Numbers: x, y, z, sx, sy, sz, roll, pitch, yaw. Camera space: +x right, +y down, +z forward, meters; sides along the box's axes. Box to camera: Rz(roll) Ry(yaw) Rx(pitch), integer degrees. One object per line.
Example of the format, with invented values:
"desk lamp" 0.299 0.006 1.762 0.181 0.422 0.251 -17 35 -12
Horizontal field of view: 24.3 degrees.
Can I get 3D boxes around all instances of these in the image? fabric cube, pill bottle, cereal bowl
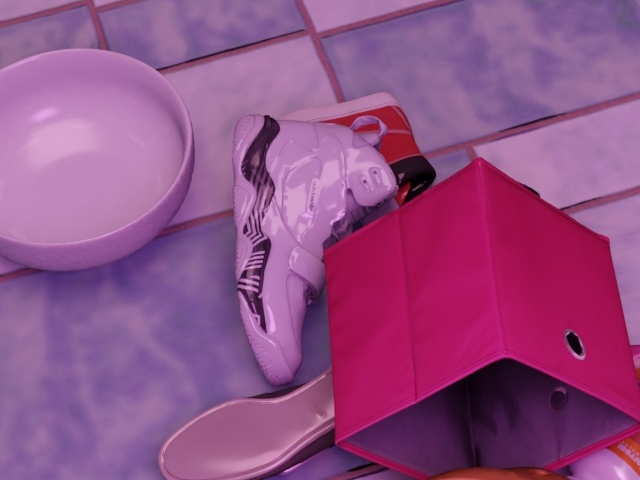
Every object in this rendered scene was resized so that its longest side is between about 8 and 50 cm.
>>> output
"fabric cube" 0.182 0.110 1.694 0.259 0.254 0.258 -32 45 35
"pill bottle" 0.371 0.259 1.754 0.216 0.121 0.121 -41 63 -21
"cereal bowl" -0.334 -0.093 2.022 0.339 0.141 0.339 -1 57 2

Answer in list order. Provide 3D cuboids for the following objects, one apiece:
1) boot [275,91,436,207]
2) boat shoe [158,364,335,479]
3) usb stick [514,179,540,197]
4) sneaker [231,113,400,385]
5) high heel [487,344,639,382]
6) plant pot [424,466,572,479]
"boot" 0.026 -0.096 2.037 0.244 0.088 0.176 -18 58 -12
"boat shoe" -0.032 0.231 1.829 0.335 0.095 0.112 -24 59 -6
"usb stick" 0.192 0.026 1.968 0.077 0.045 0.278 27 62 28
"sneaker" 0.000 0.000 1.909 0.210 0.137 0.366 -6 70 5
"high heel" 0.301 0.137 1.814 0.244 0.082 0.117 -26 56 37
"plant pot" 0.201 0.369 1.599 0.291 0.291 0.203 27 19 20
